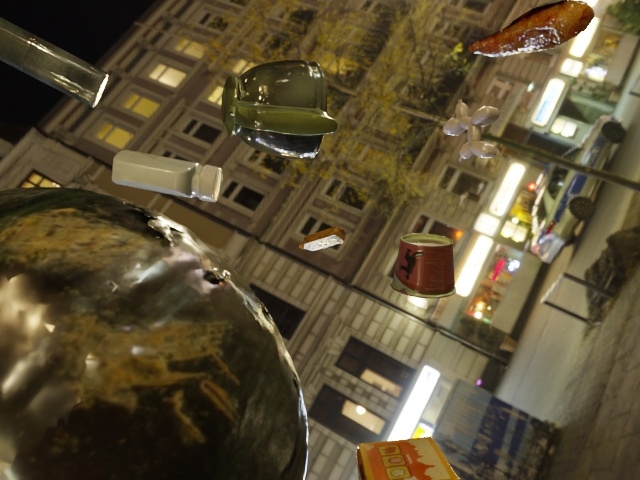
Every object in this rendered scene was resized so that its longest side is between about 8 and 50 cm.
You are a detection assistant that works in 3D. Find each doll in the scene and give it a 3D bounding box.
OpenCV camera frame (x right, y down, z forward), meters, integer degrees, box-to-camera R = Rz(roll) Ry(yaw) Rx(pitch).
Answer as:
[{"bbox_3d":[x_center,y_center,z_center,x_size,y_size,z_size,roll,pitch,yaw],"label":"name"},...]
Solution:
[{"bbox_3d":[0.380,-0.283,1.339,0.059,0.160,0.161,0,-86,-31],"label":"doll"}]

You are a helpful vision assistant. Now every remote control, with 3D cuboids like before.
[{"bbox_3d":[-0.780,-0.503,1.450,0.107,0.377,0.044,-63,5,6],"label":"remote control"}]

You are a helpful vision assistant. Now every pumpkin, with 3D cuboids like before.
[{"bbox_3d":[-0.220,0.151,0.532,0.344,0.454,0.454,-49,-23,-25],"label":"pumpkin"}]

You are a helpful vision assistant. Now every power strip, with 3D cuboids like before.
[{"bbox_3d":[0.000,0.000,1.532,0.049,0.178,0.028,34,-125,-35],"label":"power strip"}]

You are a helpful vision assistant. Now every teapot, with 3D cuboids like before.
[{"bbox_3d":[-0.111,-0.286,1.246,0.239,0.322,0.239,-3,-40,-20],"label":"teapot"}]

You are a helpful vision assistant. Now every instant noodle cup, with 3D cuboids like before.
[{"bbox_3d":[0.364,0.082,1.827,0.235,0.234,0.178,-28,-57,-62],"label":"instant noodle cup"}]

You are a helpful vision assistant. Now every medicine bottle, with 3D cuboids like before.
[{"bbox_3d":[-0.448,-0.191,1.557,0.161,0.296,0.111,-80,0,-77],"label":"medicine bottle"}]

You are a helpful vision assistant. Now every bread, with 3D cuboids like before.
[{"bbox_3d":[0.473,-0.458,1.166,0.139,0.269,0.095,-16,-87,-35],"label":"bread"}]

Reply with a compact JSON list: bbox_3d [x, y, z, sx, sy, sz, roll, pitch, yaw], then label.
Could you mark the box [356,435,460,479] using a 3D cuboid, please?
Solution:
[{"bbox_3d":[0.202,0.648,1.221,0.259,0.213,0.284,-174,79,-87],"label":"box"}]
